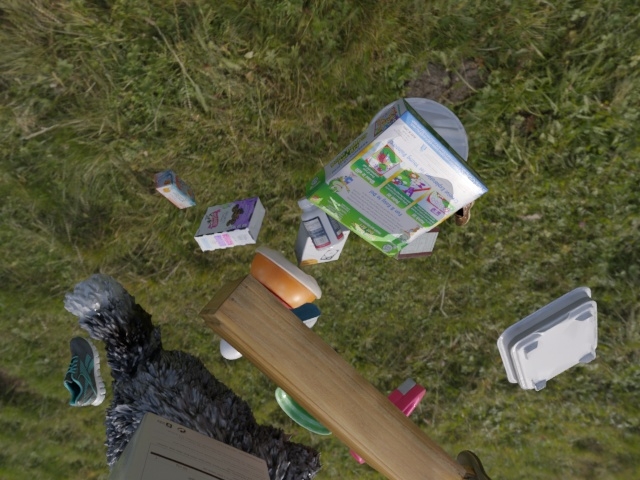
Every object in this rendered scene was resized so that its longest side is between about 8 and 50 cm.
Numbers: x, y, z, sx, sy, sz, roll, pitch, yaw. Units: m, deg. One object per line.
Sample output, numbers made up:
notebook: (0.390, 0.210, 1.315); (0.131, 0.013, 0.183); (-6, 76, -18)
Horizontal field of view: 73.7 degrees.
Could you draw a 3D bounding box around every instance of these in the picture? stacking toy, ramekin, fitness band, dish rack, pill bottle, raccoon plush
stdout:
stacking toy: (-0.256, 0.296, 1.825); (0.350, 0.350, 0.480); (41, 80, -22)
ramekin: (-0.036, 0.691, 1.879); (0.303, 0.148, 0.304); (21, 136, 22)
fitness band: (0.192, 0.497, 1.186); (0.054, 0.290, 0.209); (37, 125, 29)
dish rack: (0.651, 0.296, 1.191); (0.285, 0.072, 0.333); (-31, 130, 4)
pill bottle: (-0.003, -0.067, 1.418); (0.107, 0.108, 0.180); (-22, 104, 13)
ramekin: (0.246, -0.231, 1.146); (0.272, 0.127, 0.273); (0, 80, 2)
raccoon plush: (-0.202, 0.266, 0.632); (0.298, 0.216, 0.447); (-2, 131, 40)

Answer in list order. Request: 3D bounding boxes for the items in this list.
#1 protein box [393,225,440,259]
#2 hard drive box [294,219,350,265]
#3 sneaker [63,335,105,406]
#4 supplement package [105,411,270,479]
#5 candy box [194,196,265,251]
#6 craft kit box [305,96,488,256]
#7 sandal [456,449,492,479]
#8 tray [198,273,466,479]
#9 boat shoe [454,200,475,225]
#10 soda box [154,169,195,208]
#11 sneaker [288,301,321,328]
protein box: (0.342, -0.030, 1.779); (0.201, 0.199, 0.136); (-3, 117, -34)
hard drive box: (0.000, 0.000, 1.749); (0.180, 0.089, 0.232); (-10, 150, -17)
sneaker: (-0.551, 0.300, 0.978); (0.064, 0.076, 0.167); (-30, 75, 19)
supplement package: (-0.146, 0.333, 0.392); (0.175, 0.293, 0.178); (31, 87, -14)
candy box: (-0.300, -0.055, 1.430); (0.196, 0.165, 0.070); (-9, 131, 15)
craft kit box: (0.143, -0.101, 0.816); (0.249, 0.061, 0.246); (33, 122, -30)
sandal: (0.226, 0.369, 0.634); (0.048, 0.180, 0.072); (-12, 84, 2)
tray: (0.002, 0.221, 0.640); (0.411, 0.202, 0.076); (45, 68, -9)
boat shoe: (0.548, -0.112, 1.667); (0.060, 0.064, 0.178); (-33, 150, -15)
soda box: (-0.493, -0.172, 1.457); (0.062, 0.058, 0.183); (-14, 162, 3)
sneaker: (-0.101, 0.266, 1.360); (0.228, 0.087, 0.092); (-1, 131, -42)
